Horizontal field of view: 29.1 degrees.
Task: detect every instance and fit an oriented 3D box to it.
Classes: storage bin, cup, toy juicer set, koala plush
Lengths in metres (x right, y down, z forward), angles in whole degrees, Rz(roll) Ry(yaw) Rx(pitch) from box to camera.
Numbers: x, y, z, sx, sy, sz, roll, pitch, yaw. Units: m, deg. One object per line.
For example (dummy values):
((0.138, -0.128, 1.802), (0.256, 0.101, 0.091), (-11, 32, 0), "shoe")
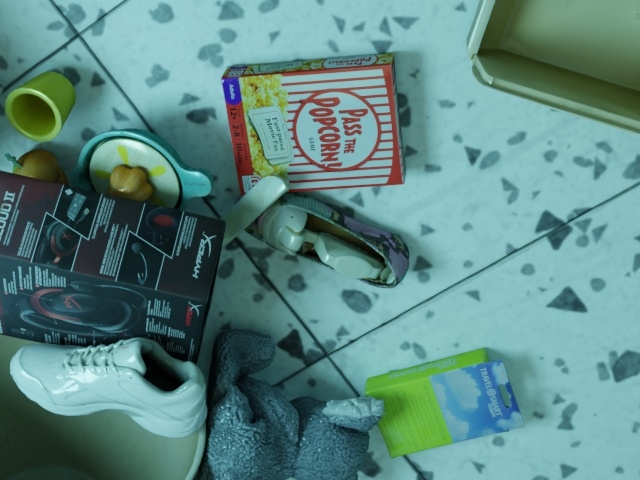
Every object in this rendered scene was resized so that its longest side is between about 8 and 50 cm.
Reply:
((0.309, -0.263, 1.261), (0.260, 0.123, 0.262), (16, 117, -1), "storage bin")
((-0.321, 0.285, 1.495), (0.331, 0.331, 0.237), (17, 133, -1), "cup")
((-0.221, -0.044, 1.432), (0.329, 0.089, 0.209), (25, 129, 1), "toy juicer set")
((-0.039, 0.247, 1.529), (0.221, 0.203, 0.196), (12, 118, -12), "koala plush")

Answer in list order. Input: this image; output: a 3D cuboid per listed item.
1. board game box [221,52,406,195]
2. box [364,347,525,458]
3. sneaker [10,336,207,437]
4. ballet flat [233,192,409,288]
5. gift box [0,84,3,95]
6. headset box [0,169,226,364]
((-0.005, -0.131, 1.407), (0.193, 0.045, 0.147), (-4, 116, 10), "board game box")
((0.156, 0.203, 1.550), (0.178, 0.042, 0.109), (-16, 113, 14), "box")
((-0.236, 0.144, 1.407), (0.232, 0.090, 0.115), (11, 136, -6), "sneaker")
((0.000, 0.000, 1.452), (0.221, 0.079, 0.077), (21, 116, -3), "ballet flat")
((-0.525, -0.160, 1.340), (0.255, 0.258, 0.276), (-24, 124, 19), "gift box")
((-0.269, 0.040, 1.417), (0.293, 0.110, 0.218), (12, 150, -3), "headset box")
